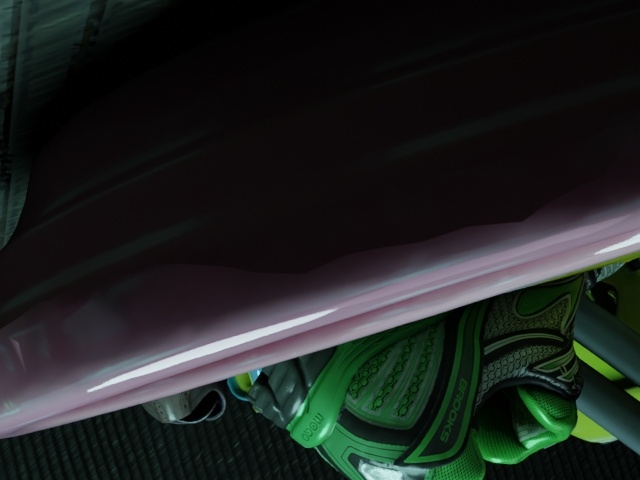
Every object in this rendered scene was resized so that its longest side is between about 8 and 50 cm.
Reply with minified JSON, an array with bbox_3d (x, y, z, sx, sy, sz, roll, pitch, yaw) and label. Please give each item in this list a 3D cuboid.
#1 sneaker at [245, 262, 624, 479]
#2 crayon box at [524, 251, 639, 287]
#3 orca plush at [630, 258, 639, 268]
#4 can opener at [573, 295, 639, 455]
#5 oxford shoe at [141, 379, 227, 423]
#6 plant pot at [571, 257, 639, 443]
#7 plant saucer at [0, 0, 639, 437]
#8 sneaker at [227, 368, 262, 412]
[{"bbox_3d":[0.105,0.063,0.900,0.343,0.146,0.134,-32,162,-46],"label":"sneaker"},{"bbox_3d":[0.199,-0.041,0.790,0.202,0.081,0.318,-20,173,31],"label":"crayon box"},{"bbox_3d":[0.349,-0.019,1.435,0.102,0.151,0.287,15,173,-7],"label":"orca plush"},{"bbox_3d":[0.183,0.076,1.058,0.076,0.283,0.095,-54,157,2],"label":"can opener"},{"bbox_3d":[-0.121,0.109,1.231,0.097,0.098,0.271,-18,175,5],"label":"oxford shoe"},{"bbox_3d":[0.284,0.030,1.136,0.227,0.207,0.228,-12,172,-41],"label":"plant pot"},{"bbox_3d":[0.040,-0.021,0.476,0.332,0.084,0.332,-17,176,-1],"label":"plant saucer"},{"bbox_3d":[0.012,0.110,1.574,0.208,0.127,0.319,-21,165,16],"label":"sneaker"}]
